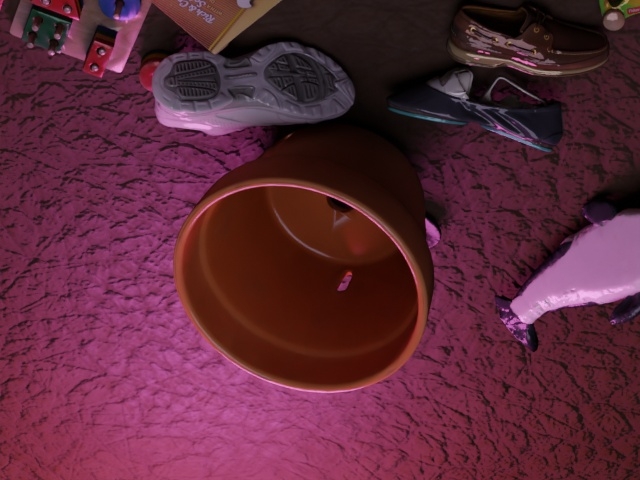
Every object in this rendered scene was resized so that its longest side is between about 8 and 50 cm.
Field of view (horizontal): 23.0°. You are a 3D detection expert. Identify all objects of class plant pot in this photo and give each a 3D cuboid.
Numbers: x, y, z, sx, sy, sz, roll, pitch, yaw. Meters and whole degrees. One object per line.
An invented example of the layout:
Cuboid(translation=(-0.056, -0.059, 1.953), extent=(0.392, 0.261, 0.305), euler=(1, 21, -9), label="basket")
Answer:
Cuboid(translation=(0.000, 0.000, 1.798), extent=(0.291, 0.203, 0.291), euler=(9, 126, 12), label="plant pot")

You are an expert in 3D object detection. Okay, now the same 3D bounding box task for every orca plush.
Cuboid(translation=(0.355, 0.046, 1.923), extent=(0.102, 0.151, 0.287), euler=(2, 139, -44), label="orca plush")

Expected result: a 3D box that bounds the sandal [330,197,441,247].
Cuboid(translation=(0.062, -0.022, 1.911), extent=(0.179, 0.040, 0.067), euler=(21, 129, -16), label="sandal")

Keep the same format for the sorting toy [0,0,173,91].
Cuboid(translation=(-0.270, -0.249, 1.716), extent=(0.275, 0.046, 0.132), euler=(19, 130, -14), label="sorting toy")

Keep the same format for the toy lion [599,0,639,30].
Cuboid(translation=(0.343, -0.278, 1.671), extent=(0.100, 0.034, 0.096), euler=(-9, 125, 12), label="toy lion")

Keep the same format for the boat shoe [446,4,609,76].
Cuboid(translation=(0.227, -0.220, 1.704), extent=(0.178, 0.064, 0.060), euler=(6, 135, 1), label="boat shoe")

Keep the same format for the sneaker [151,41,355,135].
Cuboid(translation=(-0.079, -0.164, 1.773), extent=(0.232, 0.090, 0.115), euler=(2, 163, -12), label="sneaker")

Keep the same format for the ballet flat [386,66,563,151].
Cuboid(translation=(0.178, -0.157, 1.771), extent=(0.203, 0.074, 0.074), euler=(14, 132, -2), label="ballet flat")

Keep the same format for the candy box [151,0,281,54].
Cuboid(translation=(-0.154, -0.353, 1.585), extent=(0.183, 0.087, 0.316), euler=(-35, 122, 29), label="candy box")
